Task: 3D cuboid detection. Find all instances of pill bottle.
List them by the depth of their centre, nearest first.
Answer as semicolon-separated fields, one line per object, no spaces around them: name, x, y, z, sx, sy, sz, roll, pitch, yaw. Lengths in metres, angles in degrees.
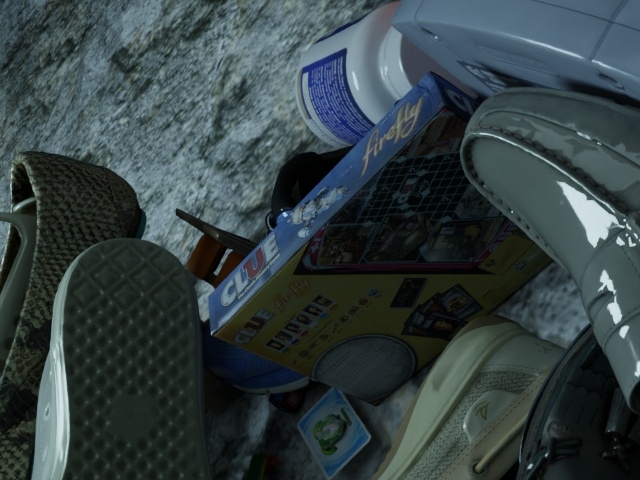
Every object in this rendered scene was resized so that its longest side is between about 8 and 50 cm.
pill bottle;0.061;-0.139;0.855;0.186;0.112;0.112;-2;65;68

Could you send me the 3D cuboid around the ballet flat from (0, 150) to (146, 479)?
ballet flat;-0.320;0.140;0.950;0.164;0.182;0.483;2;71;56

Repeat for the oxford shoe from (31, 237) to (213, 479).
oxford shoe;-0.165;0.219;0.816;0.130;0.169;0.450;123;149;-59

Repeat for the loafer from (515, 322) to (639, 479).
loafer;0.139;0.159;0.536;0.084;0.096;0.268;61;-128;-80

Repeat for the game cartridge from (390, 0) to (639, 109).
game cartridge;0.169;-0.094;0.611;0.060;0.196;0.294;-61;32;4

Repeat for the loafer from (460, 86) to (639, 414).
loafer;0.177;0.030;0.490;0.111;0.112;0.319;-40;53;-13

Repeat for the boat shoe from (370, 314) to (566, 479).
boat shoe;0.072;0.195;0.623;0.098;0.109;0.302;28;85;43

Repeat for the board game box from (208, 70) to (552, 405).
board game box;0.057;0.012;0.725;0.243;0.165;0.042;-44;36;27

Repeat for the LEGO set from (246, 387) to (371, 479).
LEGO set;-0.014;0.219;0.808;0.182;0.060;0.244;-46;35;4

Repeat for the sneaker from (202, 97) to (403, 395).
sneaker;0.000;0.000;0.826;0.330;0.147;0.130;-43;30;27

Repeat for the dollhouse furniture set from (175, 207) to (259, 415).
dollhouse furniture set;-0.185;0.089;1.047;0.259;0.135;0.262;27;90;59
